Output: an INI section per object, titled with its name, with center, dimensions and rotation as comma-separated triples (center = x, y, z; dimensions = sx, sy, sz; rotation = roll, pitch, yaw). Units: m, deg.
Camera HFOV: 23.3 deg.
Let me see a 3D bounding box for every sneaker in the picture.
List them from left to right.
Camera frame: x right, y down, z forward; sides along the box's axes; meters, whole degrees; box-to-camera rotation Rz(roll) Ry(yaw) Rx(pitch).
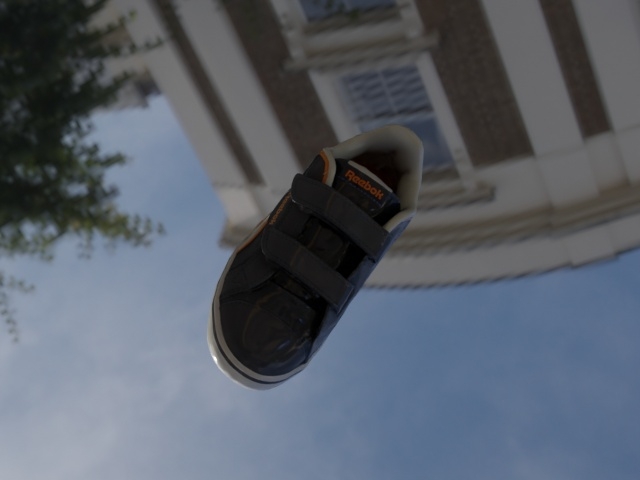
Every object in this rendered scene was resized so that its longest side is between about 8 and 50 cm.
[sneaker]
center = 0.000, 0.000, 1.519
dimensions = 0.127, 0.126, 0.321
rotation = -47, -171, 51
